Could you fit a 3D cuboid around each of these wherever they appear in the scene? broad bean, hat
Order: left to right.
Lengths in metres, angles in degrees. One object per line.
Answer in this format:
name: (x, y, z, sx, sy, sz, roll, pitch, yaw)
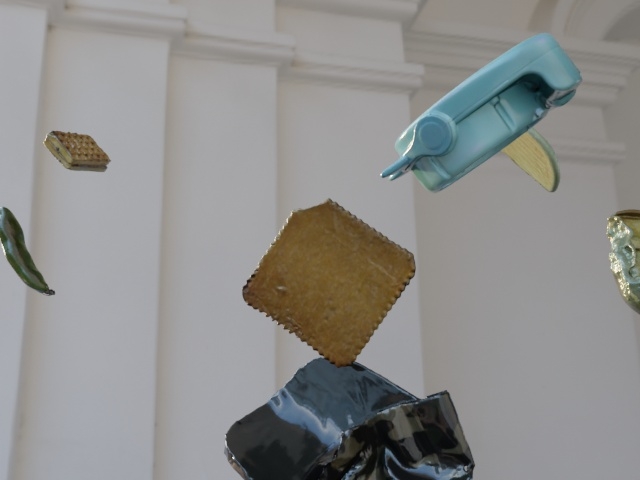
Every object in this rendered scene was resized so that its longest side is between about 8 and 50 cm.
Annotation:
broad bean: (-0.695, 0.026, 1.775, 0.065, 0.254, 0.046, -23, -15, -37)
hat: (0.039, 0.378, 1.255, 0.366, 0.257, 0.381, -35, 19, -22)

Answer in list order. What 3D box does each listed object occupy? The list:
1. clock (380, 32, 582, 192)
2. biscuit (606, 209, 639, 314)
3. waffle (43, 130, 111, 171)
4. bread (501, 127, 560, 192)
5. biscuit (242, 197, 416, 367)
clock: (0.205, -0.150, 1.021, 0.274, 0.094, 0.223, -37, -5, 12)
biscuit: (0.645, 0.087, 1.375, 0.329, 0.335, 0.078, 23, -38, 21)
waffle: (-0.574, -0.209, 1.824, 0.042, 0.102, 0.148, -46, -12, 17)
bread: (0.421, -0.193, 1.560, 0.036, 0.193, 0.112, -38, -22, -18)
biscuit: (0.012, 0.066, 1.287, 0.232, 0.237, 0.013, 35, 13, 7)
